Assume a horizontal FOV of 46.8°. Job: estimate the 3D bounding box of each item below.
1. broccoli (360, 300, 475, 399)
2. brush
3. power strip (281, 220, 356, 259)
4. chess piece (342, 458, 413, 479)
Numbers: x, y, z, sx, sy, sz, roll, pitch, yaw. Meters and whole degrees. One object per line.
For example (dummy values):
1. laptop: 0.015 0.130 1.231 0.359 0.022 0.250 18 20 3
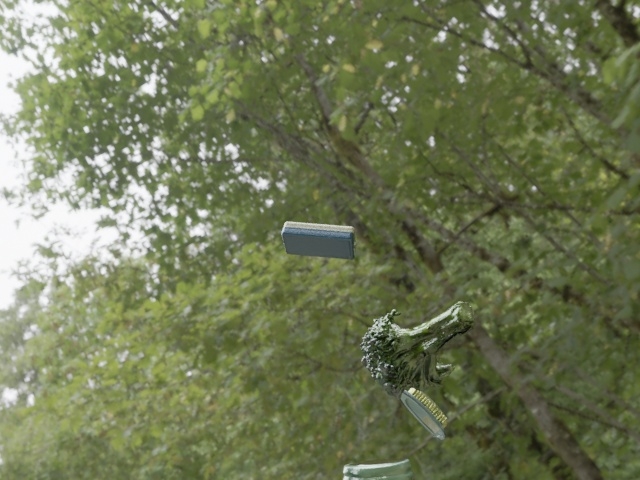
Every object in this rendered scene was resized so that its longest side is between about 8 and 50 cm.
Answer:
1. broccoli: 0.227 0.242 1.569 0.275 0.198 0.177 -17 24 31
2. brush: 0.233 0.400 1.959 0.060 0.297 0.068 -39 -14 -32
3. power strip: 0.000 0.000 1.229 0.123 0.032 0.056 5 -39 14
4. chess piece: 0.166 0.749 1.988 0.194 0.299 0.194 -5 -12 -1
